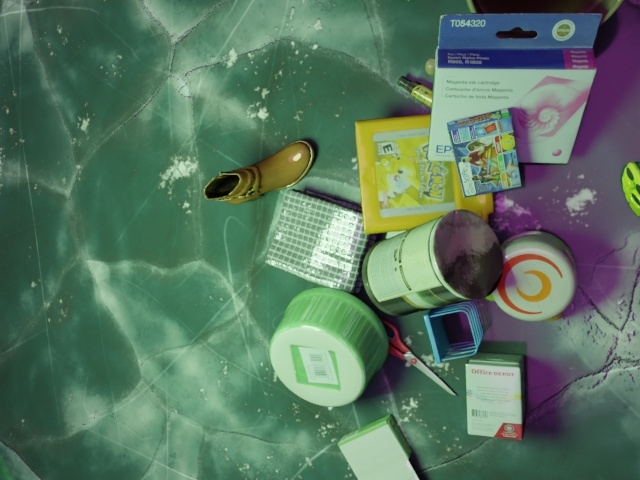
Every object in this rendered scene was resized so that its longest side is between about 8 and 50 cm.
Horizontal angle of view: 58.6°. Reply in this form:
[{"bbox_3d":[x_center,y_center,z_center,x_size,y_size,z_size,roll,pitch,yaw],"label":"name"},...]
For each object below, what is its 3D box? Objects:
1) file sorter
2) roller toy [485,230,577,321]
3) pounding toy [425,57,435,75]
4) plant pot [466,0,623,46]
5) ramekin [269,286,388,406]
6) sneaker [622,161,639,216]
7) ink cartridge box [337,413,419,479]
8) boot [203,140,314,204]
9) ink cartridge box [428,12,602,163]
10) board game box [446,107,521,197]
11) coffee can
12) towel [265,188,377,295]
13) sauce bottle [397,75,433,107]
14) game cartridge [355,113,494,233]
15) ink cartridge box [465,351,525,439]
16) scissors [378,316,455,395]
[{"bbox_3d":[0.332,0.216,1.401,0.104,0.170,0.118,-16,88,21],"label":"file sorter"},{"bbox_3d":[0.497,0.080,1.331,0.209,0.146,0.191,28,114,13],"label":"roller toy"},{"bbox_3d":[0.365,-0.459,1.339,0.269,0.154,0.155,-13,89,23],"label":"pounding toy"},{"bbox_3d":[0.455,-0.611,1.192,0.323,0.280,0.323,4,135,4],"label":"plant pot"},{"bbox_3d":[0.014,0.289,1.498,0.303,0.148,0.303,12,122,19],"label":"ramekin"},{"bbox_3d":[0.785,-0.068,1.233,0.123,0.109,0.295,-42,75,-3],"label":"sneaker"},{"bbox_3d":[0.177,0.620,1.562,0.171,0.056,0.235,-33,84,23],"label":"ink cartridge box"},{"bbox_3d":[-0.169,-0.187,1.555,0.283,0.220,0.109,-24,84,23],"label":"boot"},{"bbox_3d":[0.408,-0.318,1.241,0.324,0.071,0.330,2,134,7],"label":"ink cartridge box"},{"bbox_3d":[0.373,-0.192,1.293,0.136,0.035,0.201,-10,133,17],"label":"board game box"},{"bbox_3d":[0.254,0.061,1.338,0.275,0.201,0.201,-27,82,58],"label":"coffee can"},{"bbox_3d":[0.000,0.000,1.553,0.283,0.121,0.235,18,100,21],"label":"towel"},{"bbox_3d":[0.254,-0.378,1.456,0.128,0.042,0.042,34,106,18],"label":"sauce bottle"},{"bbox_3d":[0.257,-0.170,1.414,0.323,0.052,0.285,-5,92,6],"label":"game cartridge"},{"bbox_3d":[0.430,0.373,1.393,0.128,0.127,0.176,0,94,24],"label":"ink cartridge box"},{"bbox_3d":[0.240,0.303,1.527,0.297,0.021,0.109,25,102,21],"label":"scissors"}]
